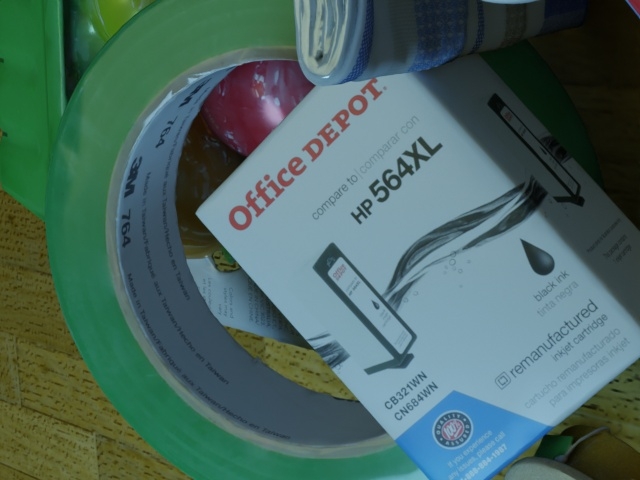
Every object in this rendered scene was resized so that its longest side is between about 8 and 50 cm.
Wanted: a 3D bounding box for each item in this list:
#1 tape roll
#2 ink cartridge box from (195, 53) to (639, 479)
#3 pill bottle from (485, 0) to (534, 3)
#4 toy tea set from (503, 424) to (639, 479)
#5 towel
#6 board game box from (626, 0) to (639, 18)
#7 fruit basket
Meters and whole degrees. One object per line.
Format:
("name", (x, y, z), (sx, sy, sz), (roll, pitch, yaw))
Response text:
("tape roll", (0.000, 0.000, 1.081), (0.321, 0.077, 0.321), (7, 109, 22))
("ink cartridge box", (0.060, 0.005, 0.962), (0.203, 0.086, 0.148), (47, 119, 4))
("pill bottle", (0.152, -0.175, 0.816), (0.131, 0.229, 0.131), (19, 114, 50))
("toy tea set", (0.215, 0.150, 0.953), (0.336, 0.124, 0.200), (7, 134, 49))
("towel", (0.067, -0.188, 0.900), (0.034, 0.285, 0.209), (5, 103, 31))
("board game box", (0.196, -0.175, 0.633), (0.308, 0.302, 0.086), (-117, 31, -46))
("fruit basket", (-0.053, -0.103, 1.217), (0.353, 0.165, 0.327), (10, 108, 36))
